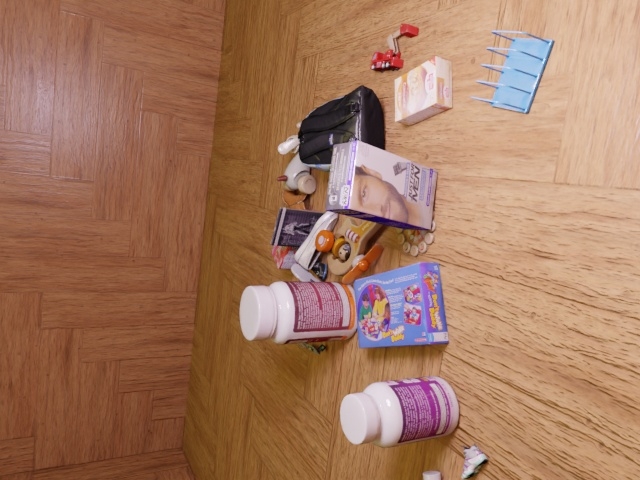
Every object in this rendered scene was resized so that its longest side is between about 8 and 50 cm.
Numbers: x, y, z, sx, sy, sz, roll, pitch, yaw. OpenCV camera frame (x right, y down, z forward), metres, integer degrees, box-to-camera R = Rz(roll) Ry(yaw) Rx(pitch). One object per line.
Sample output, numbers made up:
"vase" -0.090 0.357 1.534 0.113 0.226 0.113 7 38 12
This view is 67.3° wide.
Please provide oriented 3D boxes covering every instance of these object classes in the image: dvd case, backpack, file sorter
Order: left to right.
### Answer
"dvd case" -0.080 -0.047 1.948 0.018 0.222 0.164 49 128 54
"backpack" 0.065 -0.367 1.735 0.356 0.274 0.289 -3 87 38
"file sorter" 0.457 -0.412 1.167 0.118 0.105 0.170 40 121 54

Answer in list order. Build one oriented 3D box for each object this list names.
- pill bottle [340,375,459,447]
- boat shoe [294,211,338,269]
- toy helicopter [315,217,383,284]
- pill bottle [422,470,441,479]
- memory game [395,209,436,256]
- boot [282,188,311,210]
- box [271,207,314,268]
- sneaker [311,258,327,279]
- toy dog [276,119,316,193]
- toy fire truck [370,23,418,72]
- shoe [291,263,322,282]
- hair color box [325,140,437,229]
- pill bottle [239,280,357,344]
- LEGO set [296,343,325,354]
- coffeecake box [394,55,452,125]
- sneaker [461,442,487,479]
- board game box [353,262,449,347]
"pill bottle" 0.212 0.465 1.305 0.169 0.302 0.169 -10 78 59
"boat shoe" 0.000 0.000 1.911 0.088 0.096 0.267 41 100 22
"toy helicopter" 0.140 -0.001 1.660 0.355 0.140 0.234 -47 42 34
"pill bottle" 0.316 0.710 1.335 0.067 0.067 0.120 -26 65 57
"memory game" 0.296 -0.042 1.503 0.186 0.012 0.186 -10 78 59
"boot" -0.102 -0.186 2.168 0.152 0.073 0.196 -29 60 47
"box" -0.105 -0.004 2.083 0.256 0.128 0.122 -65 36 34
"sneaker" -0.032 0.105 1.994 0.188 0.078 0.067 44 124 50
"toy dog" -0.114 -0.358 2.083 0.220 0.161 0.333 -20 71 43
"toy fire truck" 0.243 -0.646 1.620 0.192 0.047 0.135 25 108 59
"shoe" -0.058 0.174 1.973 0.178 0.063 0.081 38 138 2
"hair color box" 0.181 -0.144 1.361 0.110 0.339 0.185 2 84 53
"pill bottle" -0.076 0.258 1.738 0.224 0.393 0.223 -11 77 59
"LEGO set" -0.070 0.389 2.008 0.244 0.060 0.182 5 135 56
"coffeecake box" 0.310 -0.449 1.462 0.186 0.068 0.142 -9 78 59
"sneaker" 0.388 0.572 1.258 0.098 0.038 0.069 -60 37 24
"board game box" 0.238 0.214 1.510 0.347 0.078 0.233 -23 67 57
